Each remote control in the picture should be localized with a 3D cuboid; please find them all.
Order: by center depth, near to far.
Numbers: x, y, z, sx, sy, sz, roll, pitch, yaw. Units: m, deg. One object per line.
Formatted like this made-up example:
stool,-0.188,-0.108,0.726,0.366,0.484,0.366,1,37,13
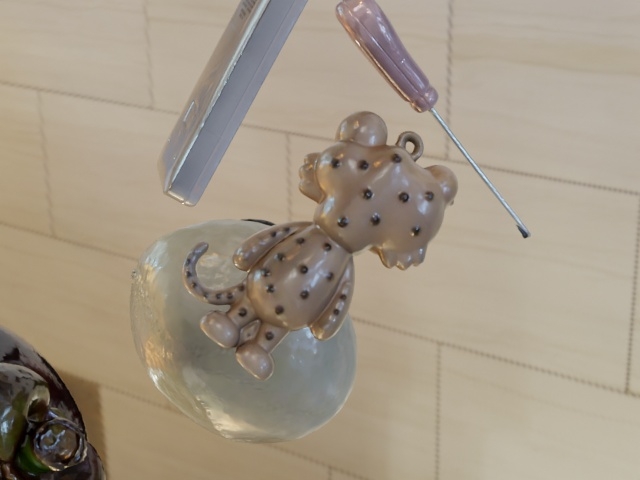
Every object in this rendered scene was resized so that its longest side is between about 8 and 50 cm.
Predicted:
remote control,-0.062,-0.149,0.942,0.034,0.103,0.250,25,103,-20

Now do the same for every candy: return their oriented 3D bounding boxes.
candy,-0.101,0.113,1.368,0.295,0.185,0.296,7,110,19

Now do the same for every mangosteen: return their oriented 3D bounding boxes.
mangosteen,-0.254,0.143,0.787,0.216,0.216,0.216,14,115,33

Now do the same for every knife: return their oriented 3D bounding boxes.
knife,0.120,-0.124,1.230,0.043,0.081,0.336,-36,116,6

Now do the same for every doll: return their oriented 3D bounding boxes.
doll,0.001,0.002,1.113,0.278,0.119,0.154,-40,88,-5
